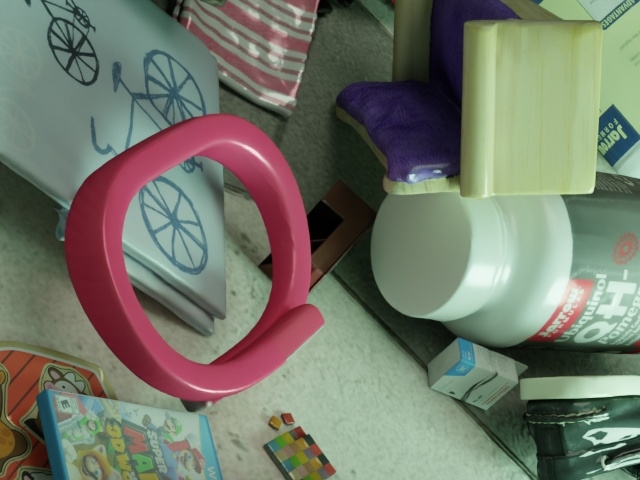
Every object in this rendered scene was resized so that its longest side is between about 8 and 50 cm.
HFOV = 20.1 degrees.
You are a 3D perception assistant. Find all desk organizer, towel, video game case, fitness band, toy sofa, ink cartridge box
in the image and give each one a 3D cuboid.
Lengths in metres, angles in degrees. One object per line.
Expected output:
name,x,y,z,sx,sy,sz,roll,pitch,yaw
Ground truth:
desk organizer,0.000,0.000,1.613,0.050,0.047,0.130,42,36,0
towel,-0.066,-0.230,1.743,0.144,0.029,0.197,27,57,-22
video game case,-0.130,0.173,1.310,0.166,0.015,0.119,17,48,-49
fitness band,-0.093,0.013,1.432,0.291,0.054,0.209,-37,102,-56
toy sofa,0.122,-0.153,1.632,0.177,0.150,0.362,0,16,-7
ink cartridge box,0.144,0.123,1.630,0.083,0.048,0.028,22,42,-27

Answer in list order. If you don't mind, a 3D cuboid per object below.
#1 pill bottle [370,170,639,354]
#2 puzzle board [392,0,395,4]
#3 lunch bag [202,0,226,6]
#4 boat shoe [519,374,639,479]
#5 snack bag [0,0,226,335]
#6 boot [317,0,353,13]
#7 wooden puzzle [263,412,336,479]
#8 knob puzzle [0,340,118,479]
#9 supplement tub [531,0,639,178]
pill bottle,0.204,0.015,1.687,0.318,0.176,0.176,5,51,-41
puzzle board,0.068,-0.289,1.944,0.128,0.011,0.096,44,20,-60
lunch bag,-0.199,-0.357,1.609,0.287,0.169,0.235,26,10,-23
boat shoe,0.313,0.188,1.685,0.340,0.127,0.113,10,78,-48
snack bag,-0.196,-0.124,1.480,0.342,0.037,0.323,38,34,-39
boot,-0.046,-0.309,1.847,0.246,0.083,0.161,-14,71,-48
wooden puzzle,-0.017,0.176,1.457,0.083,0.006,0.049,53,37,11
knob puzzle,-0.199,0.141,1.295,0.213,0.030,0.213,26,40,-24
supplement tub,0.372,-0.209,2.018,0.325,0.235,0.235,51,36,8
